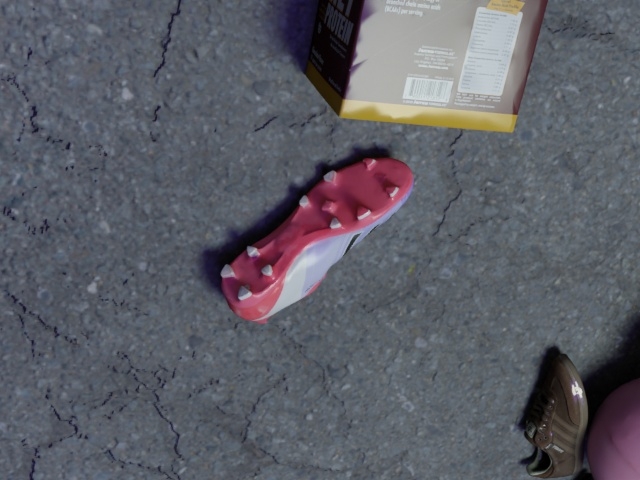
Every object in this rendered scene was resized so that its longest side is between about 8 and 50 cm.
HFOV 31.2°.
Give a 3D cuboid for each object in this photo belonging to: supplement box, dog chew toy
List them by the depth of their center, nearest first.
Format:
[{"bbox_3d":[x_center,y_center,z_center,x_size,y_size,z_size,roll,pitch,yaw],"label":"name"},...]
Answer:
[{"bbox_3d":[0.105,-0.226,1.136,0.191,0.129,0.194,3,115,-18],"label":"supplement box"},{"bbox_3d":[0.485,0.211,1.417,0.206,0.206,0.332,22,119,-26],"label":"dog chew toy"}]

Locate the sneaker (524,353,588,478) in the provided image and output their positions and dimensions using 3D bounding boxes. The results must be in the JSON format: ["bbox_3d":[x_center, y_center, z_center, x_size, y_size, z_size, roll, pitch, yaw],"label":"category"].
[{"bbox_3d":[0.299,0.234,1.471,0.071,0.066,0.188,-14,119,-9],"label":"sneaker"}]

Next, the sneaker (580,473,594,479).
[{"bbox_3d":[0.353,0.365,1.557,0.152,0.058,0.084,-19,126,-12],"label":"sneaker"}]

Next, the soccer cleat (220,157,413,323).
[{"bbox_3d":[0.000,0.000,1.261,0.248,0.083,0.095,-38,150,-2],"label":"soccer cleat"}]
